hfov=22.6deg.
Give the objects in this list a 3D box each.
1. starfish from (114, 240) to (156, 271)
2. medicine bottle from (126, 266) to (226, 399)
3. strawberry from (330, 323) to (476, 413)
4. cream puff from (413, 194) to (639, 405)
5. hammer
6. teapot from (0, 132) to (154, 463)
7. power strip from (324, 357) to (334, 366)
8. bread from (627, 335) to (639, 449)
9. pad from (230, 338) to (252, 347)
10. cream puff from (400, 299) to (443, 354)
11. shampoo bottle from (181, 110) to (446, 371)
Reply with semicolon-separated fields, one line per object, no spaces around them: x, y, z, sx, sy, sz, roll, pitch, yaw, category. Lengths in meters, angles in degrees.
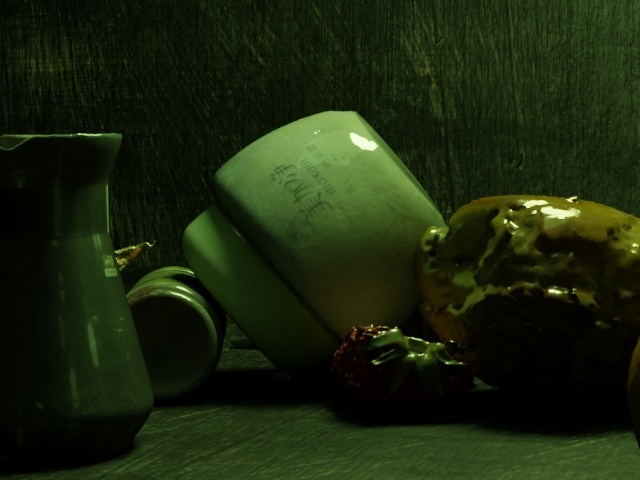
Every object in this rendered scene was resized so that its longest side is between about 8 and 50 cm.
-0.334;0.086;2.070;0.084;0.293;0.301;37;15;22;starfish
-0.204;0.122;2.151;0.151;0.151;0.322;-1;4;-2;medicine bottle
0.093;0.176;1.925;0.167;0.087;0.208;17;-24;0;strawberry
0.273;0.082;1.942;0.343;0.231;0.327;2;-12;19;cream puff
0.076;0.173;2.089;0.289;0.037;0.137;-4;-6;-26;hammer
-0.304;0.054;1.749;0.253;0.344;0.300;1;4;5;teapot
0.035;0.164;2.277;0.075;0.042;0.175;-2;5;-9;power strip
0.416;0.118;1.385;0.183;0.236;0.388;3;6;39;bread
-0.019;0.162;2.630;0.159;0.009;0.265;0;2;25;pad
0.194;0.082;2.312;0.269;0.155;0.241;-36;40;-23;cream puff
0.000;0.000;2.143;0.317;0.322;0.322;-39;7;-3;shampoo bottle
